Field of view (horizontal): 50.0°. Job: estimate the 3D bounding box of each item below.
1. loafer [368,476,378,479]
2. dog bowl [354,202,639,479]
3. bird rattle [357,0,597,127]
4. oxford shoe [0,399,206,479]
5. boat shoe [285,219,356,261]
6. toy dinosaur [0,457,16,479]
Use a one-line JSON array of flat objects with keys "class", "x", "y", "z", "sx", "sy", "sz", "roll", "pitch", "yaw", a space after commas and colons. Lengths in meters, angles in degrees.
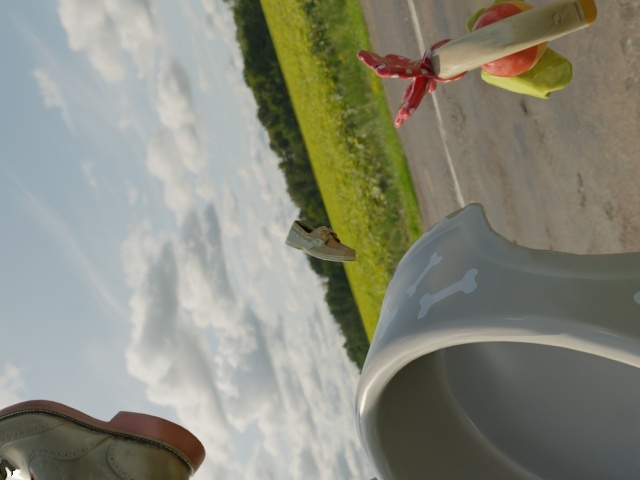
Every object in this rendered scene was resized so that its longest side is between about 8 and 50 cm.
[{"class": "loafer", "x": 0.101, "y": 0.354, "z": 0.899, "sx": 0.092, "sy": 0.102, "sz": 0.268, "roll": 63, "pitch": -177, "yaw": 13}, {"class": "dog bowl", "x": 0.178, "y": 0.136, "z": 0.446, "sx": 0.102, "sy": 0.349, "sz": 0.348, "roll": -50, "pitch": -46, "yaw": -41}, {"class": "bird rattle", "x": 0.182, "y": -0.223, "z": 0.769, "sx": 0.207, "sy": 0.254, "sz": 0.143, "roll": -8, "pitch": 95, "yaw": 66}, {"class": "oxford shoe", "x": -0.317, "y": 0.282, "z": 0.844, "sx": 0.123, "sy": 0.348, "sz": 0.130, "roll": 64, "pitch": -148, "yaw": -35}, {"class": "boat shoe", "x": 0.000, "y": 0.000, "z": 1.042, "sx": 0.050, "sy": 0.135, "sz": 0.045, "roll": 1, "pitch": -77, "yaw": -51}, {"class": "toy dinosaur", "x": -0.396, "y": 0.215, "z": 0.731, "sx": 0.268, "sy": 0.064, "sz": 0.118, "roll": 33, "pitch": 140, "yaw": 13}]
